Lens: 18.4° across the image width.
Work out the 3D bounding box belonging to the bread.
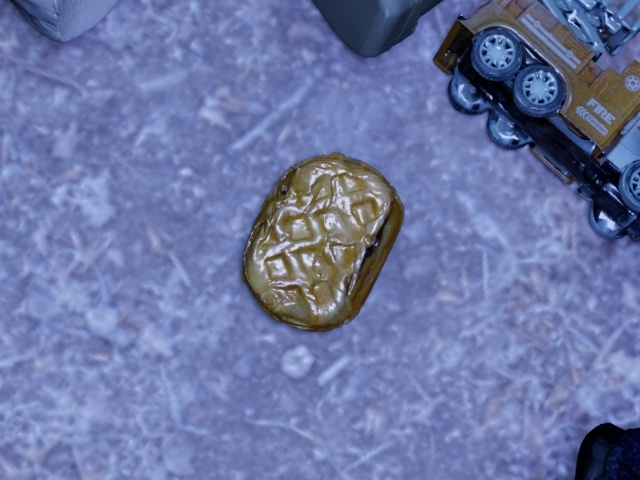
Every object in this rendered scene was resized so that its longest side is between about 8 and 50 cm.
[{"bbox_3d":[0.000,0.000,1.198,0.083,0.044,0.111,27,85,1],"label":"bread"}]

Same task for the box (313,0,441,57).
[{"bbox_3d":[0.065,-0.352,1.184,0.344,0.177,0.352,-36,86,-10],"label":"box"}]

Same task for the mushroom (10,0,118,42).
[{"bbox_3d":[-0.211,-0.215,1.189,0.223,0.092,0.081,43,110,9],"label":"mushroom"}]

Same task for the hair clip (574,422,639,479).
[{"bbox_3d":[0.188,0.226,1.119,0.206,0.194,0.310,28,81,-7],"label":"hair clip"}]

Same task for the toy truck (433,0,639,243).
[{"bbox_3d":[0.169,-0.091,1.206,0.177,0.080,0.115,44,73,4],"label":"toy truck"}]
